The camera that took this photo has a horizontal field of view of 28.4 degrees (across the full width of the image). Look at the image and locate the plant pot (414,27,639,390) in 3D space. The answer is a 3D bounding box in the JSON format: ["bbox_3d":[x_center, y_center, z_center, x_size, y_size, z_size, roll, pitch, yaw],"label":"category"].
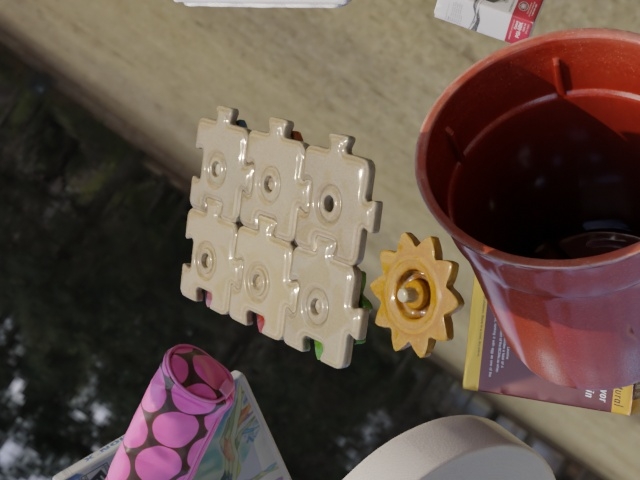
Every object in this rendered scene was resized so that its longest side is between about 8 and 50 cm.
[{"bbox_3d":[0.248,-0.010,1.191,0.272,0.272,0.265,33,159,35],"label":"plant pot"}]

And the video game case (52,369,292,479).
[{"bbox_3d":[-0.176,0.396,1.791,0.036,0.300,0.329,14,130,63],"label":"video game case"}]

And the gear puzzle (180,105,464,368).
[{"bbox_3d":[0.000,0.000,0.976,0.044,0.175,0.339,0,-168,-37],"label":"gear puzzle"}]

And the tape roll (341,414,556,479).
[{"bbox_3d":[0.114,0.382,1.446,0.072,0.392,0.392,35,180,43],"label":"tape roll"}]

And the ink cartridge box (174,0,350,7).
[{"bbox_3d":[-0.049,-0.334,1.118,0.172,0.237,0.100,4,-153,18],"label":"ink cartridge box"}]

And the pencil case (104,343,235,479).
[{"bbox_3d":[-0.167,0.223,1.420,0.098,0.209,0.095,32,-154,14],"label":"pencil case"}]

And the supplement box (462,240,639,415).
[{"bbox_3d":[0.283,0.087,1.440,0.194,0.191,0.129,6,180,28],"label":"supplement box"}]

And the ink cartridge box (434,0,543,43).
[{"bbox_3d":[0.235,-0.333,1.718,0.135,0.099,0.056,20,151,8],"label":"ink cartridge box"}]
